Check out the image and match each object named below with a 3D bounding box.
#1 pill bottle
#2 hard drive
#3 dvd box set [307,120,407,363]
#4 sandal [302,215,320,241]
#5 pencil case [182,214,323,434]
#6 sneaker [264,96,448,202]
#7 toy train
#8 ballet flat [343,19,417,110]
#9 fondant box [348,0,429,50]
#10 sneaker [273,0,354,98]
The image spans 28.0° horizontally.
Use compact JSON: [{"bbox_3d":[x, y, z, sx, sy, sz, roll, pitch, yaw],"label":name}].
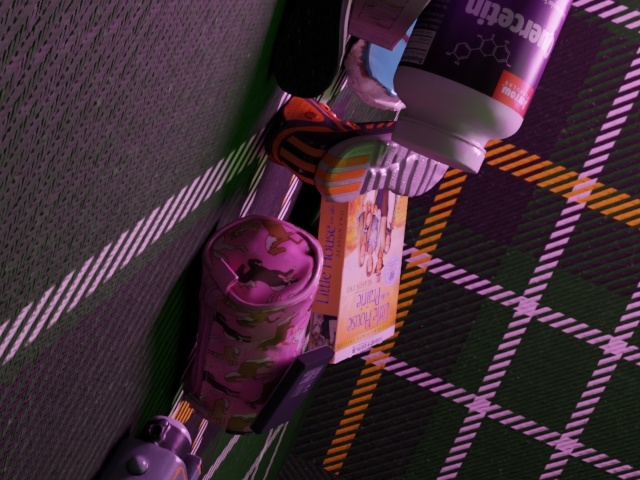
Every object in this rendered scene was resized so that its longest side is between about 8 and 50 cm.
[{"bbox_3d":[0.211,-0.259,1.688,0.181,0.181,0.323,17,95,-83],"label":"pill bottle"},{"bbox_3d":[-0.040,0.213,1.832,0.135,0.022,0.094,-57,161,21],"label":"hard drive"},{"bbox_3d":[0.078,-0.007,2.355,0.308,0.062,0.420,-13,110,-65],"label":"dvd box set"},{"bbox_3d":[-0.001,-0.001,2.415,0.302,0.120,0.086,-63,145,-35],"label":"sandal"},{"bbox_3d":[-0.101,0.124,1.803,0.386,0.160,0.167,106,7,-53],"label":"pencil case"},{"bbox_3d":[0.051,-0.147,1.823,0.321,0.180,0.124,-6,123,-51],"label":"sneaker"},{"bbox_3d":[-0.255,0.385,1.669,0.190,0.142,0.334,92,21,-47],"label":"toy train"},{"bbox_3d":[0.117,-0.299,2.157,0.409,0.147,0.147,-54,166,-55],"label":"ballet flat"},{"bbox_3d":[0.120,-0.401,1.680,0.330,0.096,0.238,142,-30,-85],"label":"fondant box"},{"bbox_3d":[0.010,-0.281,1.567,0.097,0.084,0.234,-59,170,-52],"label":"sneaker"}]
